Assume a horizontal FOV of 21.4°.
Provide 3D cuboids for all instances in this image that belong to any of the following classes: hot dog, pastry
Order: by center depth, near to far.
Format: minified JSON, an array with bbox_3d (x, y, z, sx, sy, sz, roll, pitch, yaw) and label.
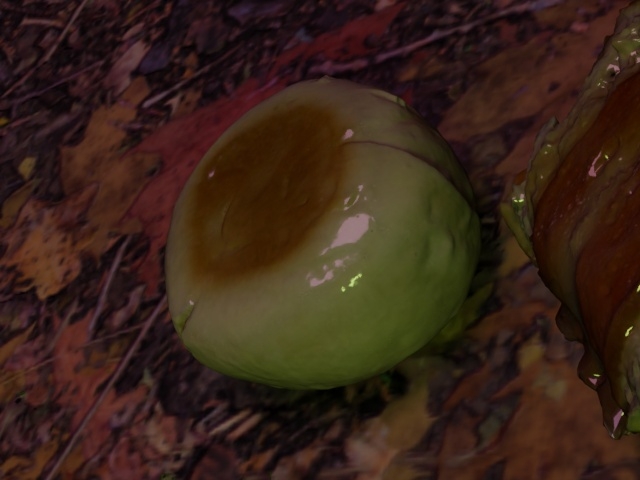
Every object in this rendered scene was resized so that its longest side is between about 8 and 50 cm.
[{"bbox_3d":[0.148,-0.002,0.655,0.146,0.103,0.213,-54,24,22],"label":"hot dog"},{"bbox_3d":[0.000,0.000,0.786,0.156,0.092,0.156,-26,39,24],"label":"pastry"}]
